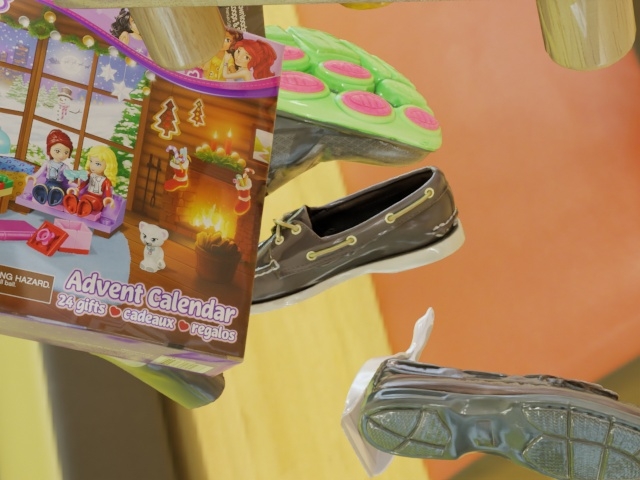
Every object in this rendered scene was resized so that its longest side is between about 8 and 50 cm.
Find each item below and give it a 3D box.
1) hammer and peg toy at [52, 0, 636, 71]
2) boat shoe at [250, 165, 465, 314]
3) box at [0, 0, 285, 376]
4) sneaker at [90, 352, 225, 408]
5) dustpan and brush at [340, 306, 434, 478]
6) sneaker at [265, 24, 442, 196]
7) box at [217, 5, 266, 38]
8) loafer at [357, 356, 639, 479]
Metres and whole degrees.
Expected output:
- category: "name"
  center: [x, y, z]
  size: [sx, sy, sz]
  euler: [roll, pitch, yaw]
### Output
- category: "hammer and peg toy"
  center: [0.046, -0.227, 0.575]
  size: [0.127, 0.266, 0.361]
  euler: [68, -147, -44]
- category: "boat shoe"
  center: [0.000, 0.000, 1.015]
  size: [0.081, 0.228, 0.068]
  euler: [-102, -6, -66]
- category: "box"
  center: [-0.173, -0.052, 0.687]
  size: [0.057, 0.293, 0.200]
  euler: [148, 132, -61]
- category: "sneaker"
  center: [-0.196, 0.119, 1.358]
  size: [0.083, 0.118, 0.222]
  euler: [-50, 32, -10]
- category: "dustpan and brush"
  center: [0.093, 0.168, 1.516]
  size: [0.060, 0.147, 0.211]
  euler: [0, 51, 22]
- category: "sneaker"
  center: [-0.105, -0.116, 1.390]
  size: [0.185, 0.483, 0.202]
  euler: [-103, 14, -47]
- category: "box"
  center: [-0.117, -0.145, 1.022]
  size: [0.029, 0.162, 0.116]
  euler: [51, 162, 24]
- category: "loafer"
  center: [0.169, 0.142, 1.063]
  size: [0.084, 0.268, 0.096]
  euler: [-74, -14, -49]
